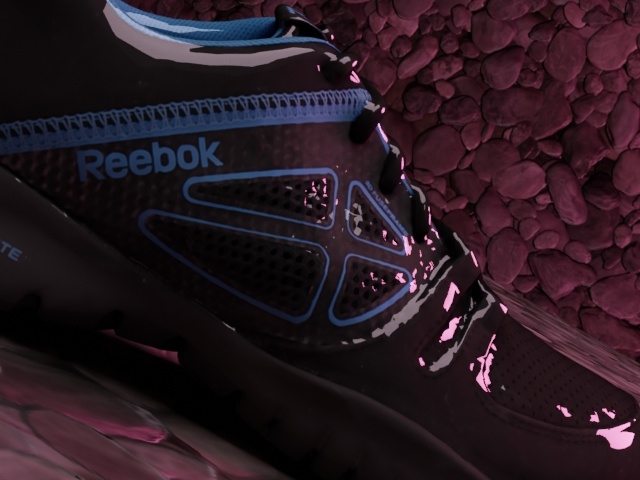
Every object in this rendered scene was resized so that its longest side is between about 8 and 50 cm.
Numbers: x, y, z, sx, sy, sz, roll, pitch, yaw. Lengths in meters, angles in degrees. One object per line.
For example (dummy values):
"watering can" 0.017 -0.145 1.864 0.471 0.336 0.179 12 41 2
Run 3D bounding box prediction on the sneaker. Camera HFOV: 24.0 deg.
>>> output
"sneaker" 0.000 0.000 0.534 0.340 0.140 0.125 28 2 -23
